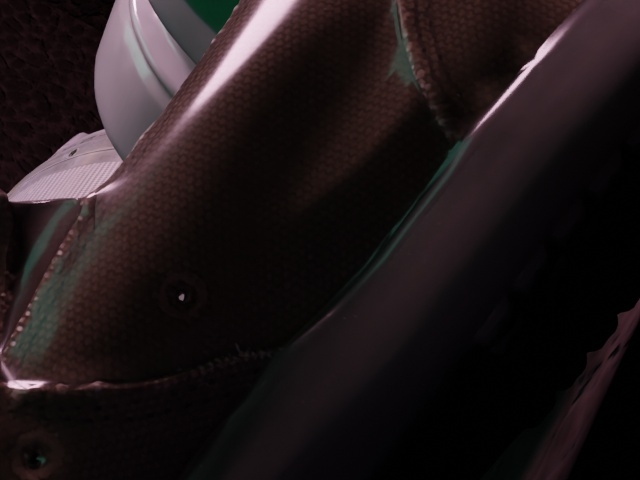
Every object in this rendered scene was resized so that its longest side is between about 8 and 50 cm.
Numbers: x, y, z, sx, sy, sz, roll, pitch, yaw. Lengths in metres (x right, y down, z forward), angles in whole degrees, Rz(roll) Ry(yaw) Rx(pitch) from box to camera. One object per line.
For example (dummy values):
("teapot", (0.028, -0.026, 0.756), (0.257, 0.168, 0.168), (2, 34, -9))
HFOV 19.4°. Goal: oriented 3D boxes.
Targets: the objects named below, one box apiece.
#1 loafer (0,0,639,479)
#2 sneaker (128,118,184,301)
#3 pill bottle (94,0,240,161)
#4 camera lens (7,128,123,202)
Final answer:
("loafer", (-0.057, 0.060, 0.433), (0.366, 0.130, 0.134), (-46, -24, -16))
("sneaker", (0.000, 0.000, 0.682), (0.122, 0.146, 0.330), (-65, 2, -17))
("pill bottle", (0.044, -0.163, 0.735), (0.361, 0.204, 0.204), (-59, 5, 44))
("camera lens", (-0.101, 0.071, 0.990), (0.219, 0.219, 0.274), (-61, 3, 25))
